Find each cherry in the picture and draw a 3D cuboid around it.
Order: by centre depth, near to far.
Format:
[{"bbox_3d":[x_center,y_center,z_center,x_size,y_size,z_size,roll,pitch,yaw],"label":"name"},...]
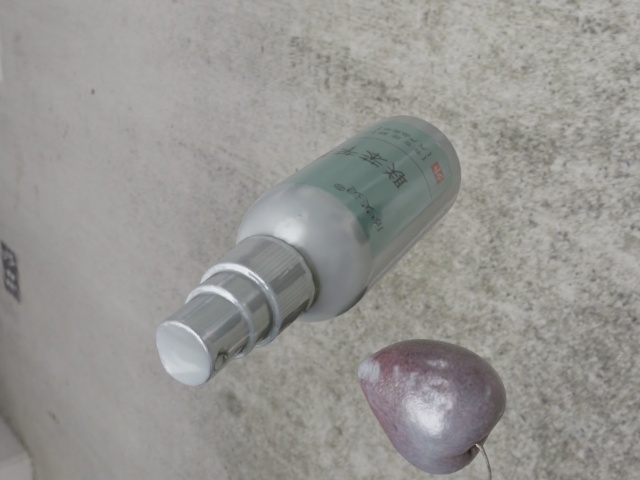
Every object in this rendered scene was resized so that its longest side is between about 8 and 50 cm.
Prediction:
[{"bbox_3d":[0.099,0.178,0.790,0.115,0.148,0.188,-81,7,-47],"label":"cherry"}]

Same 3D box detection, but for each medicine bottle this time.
[{"bbox_3d":[0.000,0.000,0.625,0.110,0.352,0.110,14,120,26],"label":"medicine bottle"}]
